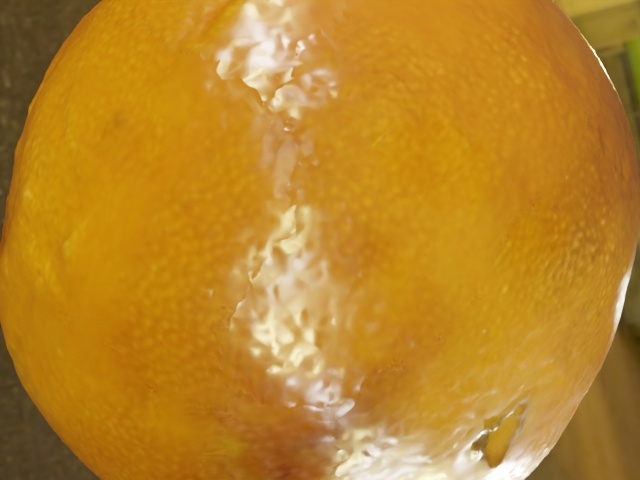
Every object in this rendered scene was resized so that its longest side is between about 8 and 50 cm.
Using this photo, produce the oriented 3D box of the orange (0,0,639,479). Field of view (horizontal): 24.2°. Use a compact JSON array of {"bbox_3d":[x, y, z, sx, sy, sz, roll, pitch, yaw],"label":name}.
[{"bbox_3d":[0.000,0.000,0.600,0.261,0.261,0.261,-13,90,-75],"label":"orange"}]
